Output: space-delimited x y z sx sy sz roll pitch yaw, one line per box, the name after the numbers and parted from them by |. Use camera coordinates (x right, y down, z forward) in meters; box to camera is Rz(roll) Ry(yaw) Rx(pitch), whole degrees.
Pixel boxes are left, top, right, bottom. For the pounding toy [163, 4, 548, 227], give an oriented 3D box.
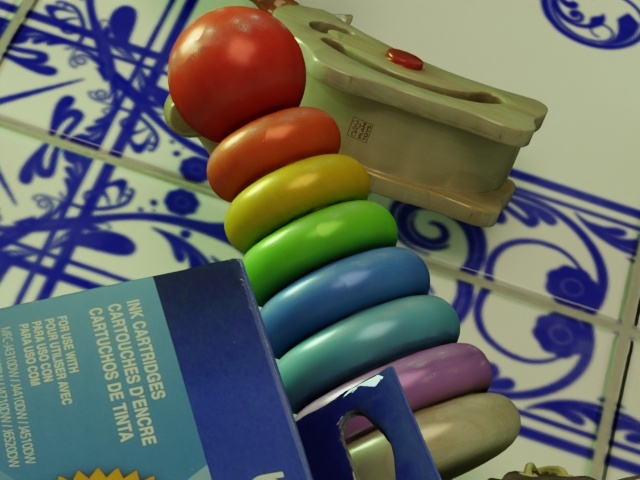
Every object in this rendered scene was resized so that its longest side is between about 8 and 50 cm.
0.015 -0.068 1.325 0.269 0.155 0.154 17 20 -11 | pounding toy

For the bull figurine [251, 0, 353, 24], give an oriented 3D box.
-0.021 -0.289 1.480 0.188 0.101 0.310 23 49 4 | bull figurine

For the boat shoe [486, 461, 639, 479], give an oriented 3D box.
0.116 0.186 1.106 0.324 0.117 0.097 -17 59 -18 | boat shoe

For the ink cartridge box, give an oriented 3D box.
-0.137 0.169 0.969 0.395 0.151 0.270 -11 43 -10 | ink cartridge box

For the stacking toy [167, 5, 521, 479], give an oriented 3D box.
0.000 0.000 1.153 0.141 0.141 0.330 -17 75 -25 | stacking toy
